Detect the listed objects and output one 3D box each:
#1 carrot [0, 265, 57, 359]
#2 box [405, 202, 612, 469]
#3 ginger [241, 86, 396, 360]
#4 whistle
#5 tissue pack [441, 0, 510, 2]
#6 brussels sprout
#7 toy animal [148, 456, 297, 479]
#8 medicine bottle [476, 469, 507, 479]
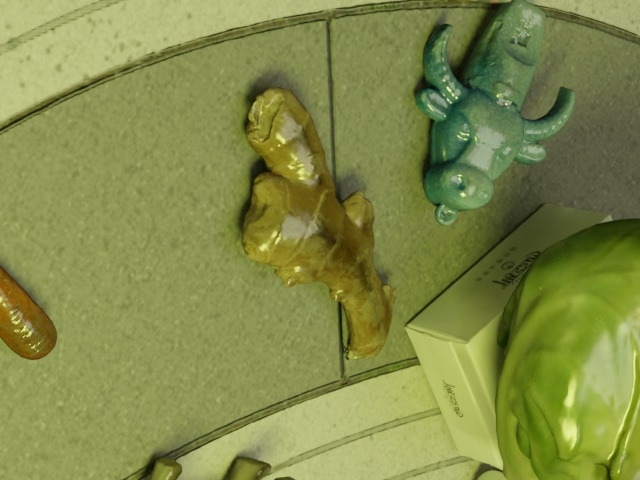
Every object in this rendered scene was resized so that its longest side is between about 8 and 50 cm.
[{"bbox_3d":[-0.298,0.033,1.507,0.047,0.047,0.191,-48,122,-22],"label":"carrot"},{"bbox_3d":[0.245,0.109,1.948,0.260,0.111,0.194,-37,121,-26],"label":"box"},{"bbox_3d":[0.000,0.000,1.737,0.334,0.081,0.148,55,49,-36],"label":"ginger"},{"bbox_3d":[0.180,-0.140,1.846,0.180,0.093,0.269,24,82,-19],"label":"whistle"},{"bbox_3d":[0.157,-0.270,1.814,0.083,0.063,0.035,-4,100,-39],"label":"tissue pack"},{"bbox_3d":[0.319,0.128,1.793,0.328,0.247,0.328,-6,107,-22],"label":"brussels sprout"},{"bbox_3d":[-0.087,0.305,1.699,0.233,0.121,0.169,23,87,-45],"label":"toy animal"},{"bbox_3d":[0.291,0.318,2.051,0.260,0.095,0.095,12,92,-40],"label":"medicine bottle"}]
